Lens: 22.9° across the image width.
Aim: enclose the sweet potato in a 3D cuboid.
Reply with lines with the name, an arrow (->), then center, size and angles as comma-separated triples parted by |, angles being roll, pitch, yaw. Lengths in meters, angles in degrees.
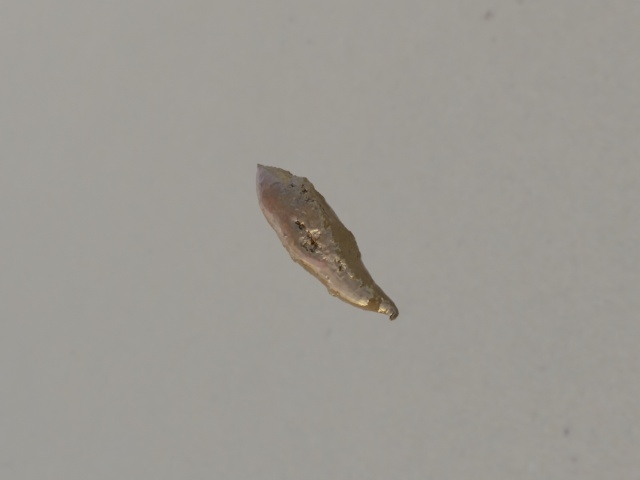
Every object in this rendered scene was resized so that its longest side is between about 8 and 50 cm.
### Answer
sweet potato -> 0.000, 0.000, 1.449 | 0.206, 0.060, 0.068 | 49, 146, 17
